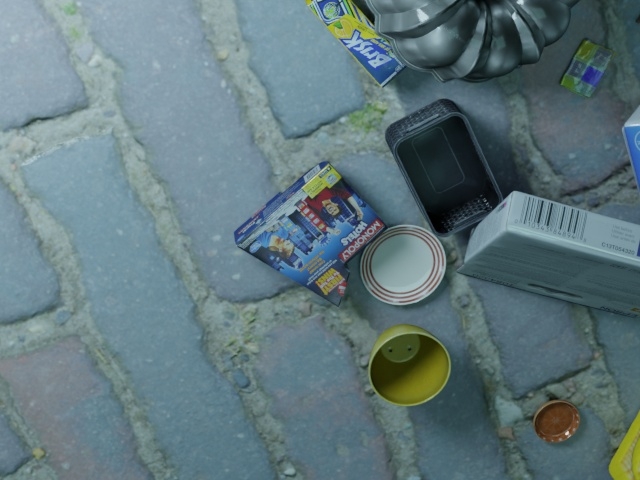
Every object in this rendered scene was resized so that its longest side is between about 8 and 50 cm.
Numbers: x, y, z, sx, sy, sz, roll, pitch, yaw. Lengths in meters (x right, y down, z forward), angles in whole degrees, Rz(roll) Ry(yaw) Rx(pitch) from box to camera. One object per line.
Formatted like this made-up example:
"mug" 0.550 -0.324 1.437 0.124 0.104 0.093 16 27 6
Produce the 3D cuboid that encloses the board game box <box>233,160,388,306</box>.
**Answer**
"board game box" 0.000 0.000 1.832 0.194 0.060 0.194 -40 112 9

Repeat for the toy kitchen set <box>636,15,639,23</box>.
"toy kitchen set" 0.536 -0.336 1.750 0.068 0.083 0.075 28 106 -16

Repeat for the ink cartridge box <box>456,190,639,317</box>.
"ink cartridge box" 0.397 0.029 1.766 0.324 0.330 0.072 14 78 -4

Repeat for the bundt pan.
"bundt pan" 0.230 -0.377 1.644 0.330 0.124 0.331 -4 105 -13

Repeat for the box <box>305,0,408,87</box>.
"box" 0.053 -0.306 1.715 0.054 0.059 0.169 -42 111 10

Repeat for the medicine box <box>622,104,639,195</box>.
"medicine box" 0.639 -0.101 1.747 0.289 0.149 0.264 -1 120 40

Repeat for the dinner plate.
"dinner plate" 0.133 0.038 1.887 0.141 0.017 0.141 -2 111 -6

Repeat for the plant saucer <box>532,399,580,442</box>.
"plant saucer" 0.411 0.314 2.035 0.083 0.013 0.084 -2 113 -5

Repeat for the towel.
"towel" 0.413 -0.266 1.803 0.060 0.009 0.083 24 107 -16

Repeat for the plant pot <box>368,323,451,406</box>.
"plant pot" 0.138 0.189 1.906 0.134 0.095 0.134 -3 113 -6

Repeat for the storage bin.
"storage bin" 0.190 -0.112 1.798 0.122 0.084 0.180 -27 112 4

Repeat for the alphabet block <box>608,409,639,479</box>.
"alphabet block" 0.645 0.394 2.001 0.197 0.193 0.192 18 107 -14
